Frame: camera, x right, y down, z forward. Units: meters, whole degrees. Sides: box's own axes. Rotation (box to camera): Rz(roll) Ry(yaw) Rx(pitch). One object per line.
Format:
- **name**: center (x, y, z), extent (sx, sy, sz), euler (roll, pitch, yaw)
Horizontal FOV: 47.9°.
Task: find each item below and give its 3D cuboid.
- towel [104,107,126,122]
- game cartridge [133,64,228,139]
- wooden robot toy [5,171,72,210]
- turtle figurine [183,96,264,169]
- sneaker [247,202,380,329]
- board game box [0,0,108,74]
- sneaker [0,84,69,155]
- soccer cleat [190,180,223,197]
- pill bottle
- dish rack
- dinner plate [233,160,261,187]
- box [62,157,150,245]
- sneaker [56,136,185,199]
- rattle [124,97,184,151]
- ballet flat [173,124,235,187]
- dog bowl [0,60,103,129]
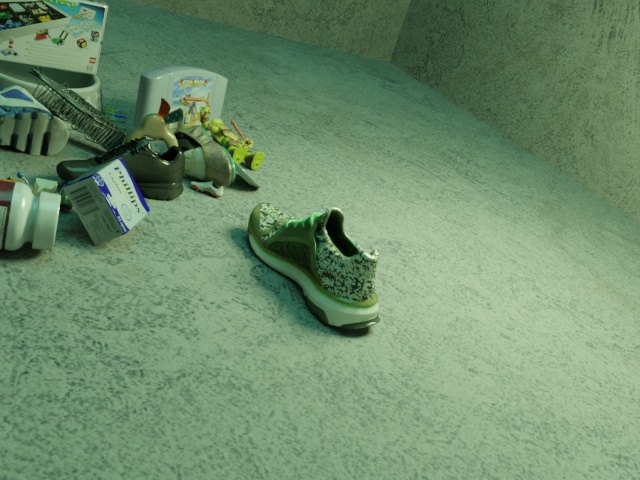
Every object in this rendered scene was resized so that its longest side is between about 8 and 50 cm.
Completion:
- **towel**: center (-0.575, -0.352, 2.014), extent (0.060, 0.009, 0.083), euler (11, 25, -19)
- **game cartridge**: center (-0.379, -0.383, 1.992), extent (0.062, 0.198, 0.297), euler (32, 28, 28)
- **wooden robot toy**: center (-0.532, -0.073, 1.403), extent (0.174, 0.076, 0.078), euler (10, 60, -19)
- **turtle figurine**: center (-0.263, -0.283, 1.979), extent (0.217, 0.087, 0.269), euler (47, 8, 36)
- **sneaker**: center (0.000, 0.000, 1.457), extent (0.158, 0.181, 0.410), euler (-3, 31, -40)
- **board game box**: center (-0.720, -0.548, 1.854), extent (0.306, 0.192, 0.053), euler (3, 29, -33)
- **sneaker**: center (-0.746, -0.287, 1.631), extent (0.316, 0.127, 0.182), euler (12, 20, -32)
- **soccer cleat**: center (-0.270, -0.130, 1.723), extent (0.083, 0.035, 0.029), euler (23, 24, 8)
- **pill bottle**: center (-0.565, -0.048, 1.223), extent (0.221, 0.121, 0.121), euler (9, 26, -21)
- **dish rack**: center (-0.552, -0.290, 1.635), extent (0.208, 0.074, 0.271), euler (37, 0, 2)
- **dinner plate**: center (-0.206, -0.178, 1.830), extent (0.141, 0.017, 0.141), euler (44, 1, 0)
- **box**: center (-0.408, -0.078, 1.384), extent (0.072, 0.126, 0.137), euler (-20, 18, 15)
- **sneaker**: center (-0.429, -0.167, 1.573), extent (0.287, 0.130, 0.109), euler (-3, 34, -38)
- **rattle**: center (-0.389, -0.263, 1.720), extent (0.130, 0.199, 0.142), euler (17, 24, -3)
- **ballet flat**: center (-0.307, -0.207, 1.806), extent (0.106, 0.107, 0.316), euler (-7, 25, -23)
- **dog bowl**: center (-0.743, -0.406, 1.897), extent (0.349, 0.102, 0.348), euler (16, 24, -7)
